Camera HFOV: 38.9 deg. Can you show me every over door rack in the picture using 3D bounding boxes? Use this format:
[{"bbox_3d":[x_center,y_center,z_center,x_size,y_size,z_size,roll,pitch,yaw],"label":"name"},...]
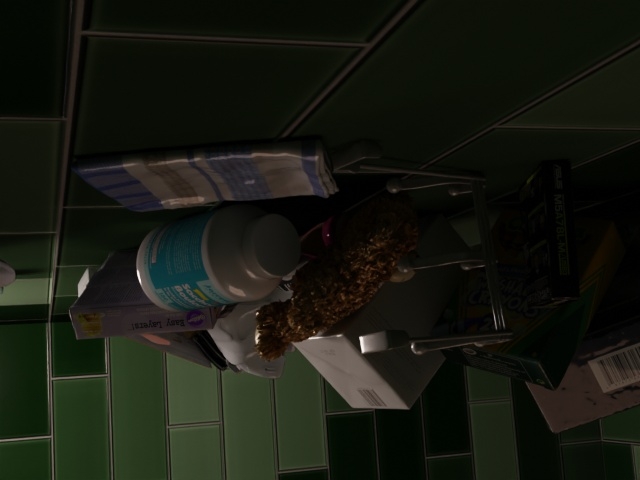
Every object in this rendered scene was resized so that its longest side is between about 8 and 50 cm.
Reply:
[{"bbox_3d":[0.119,0.019,1.134,0.108,0.239,0.324,-16,167,35],"label":"over door rack"}]

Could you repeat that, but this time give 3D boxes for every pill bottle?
[{"bbox_3d":[-0.151,0.026,1.366,0.146,0.146,0.264,4,169,-43],"label":"pill bottle"}]

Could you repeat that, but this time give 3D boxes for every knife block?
[{"bbox_3d":[-0.266,0.163,1.943,0.276,0.242,0.088,-9,170,32],"label":"knife block"}]

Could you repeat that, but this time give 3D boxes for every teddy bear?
[{"bbox_3d":[0.033,0.071,1.348,0.338,0.113,0.245,-40,165,16],"label":"teddy bear"}]

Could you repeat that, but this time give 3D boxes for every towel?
[{"bbox_3d":[-0.124,-0.074,1.078,0.285,0.034,0.209,-4,171,4],"label":"towel"}]

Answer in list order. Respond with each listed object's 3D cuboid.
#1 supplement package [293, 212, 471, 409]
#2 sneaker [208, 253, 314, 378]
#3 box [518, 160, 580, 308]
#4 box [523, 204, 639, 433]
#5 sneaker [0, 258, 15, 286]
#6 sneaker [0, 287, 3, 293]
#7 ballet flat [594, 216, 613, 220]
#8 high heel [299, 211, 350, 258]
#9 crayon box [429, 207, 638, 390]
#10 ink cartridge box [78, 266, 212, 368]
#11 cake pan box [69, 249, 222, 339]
[{"bbox_3d":[0.130,0.122,1.546,0.293,0.175,0.177,-49,-163,-27],"label":"supplement package"},{"bbox_3d":[-0.063,0.134,1.746,0.366,0.210,0.137,-18,-164,19],"label":"sneaker"},{"bbox_3d":[0.315,-0.002,1.258,0.045,0.184,0.190,0,171,3],"label":"box"},{"bbox_3d":[0.474,0.122,1.526,0.296,0.182,0.294,-24,-154,17],"label":"box"},{"bbox_3d":[-0.682,0.089,1.553,0.305,0.152,0.114,-2,170,-25],"label":"sneaker"},{"bbox_3d":[-0.730,0.094,1.980,0.069,0.038,0.098,0,162,-13],"label":"sneaker"},{"bbox_3d":[0.586,0.008,1.799,0.083,0.087,0.247,-8,171,27],"label":"ballet flat"},{"bbox_3d":[0.000,0.000,1.518,0.117,0.082,0.244,-8,-178,7],"label":"high heel"},{"bbox_3d":[0.341,0.063,1.442,0.203,0.323,0.083,10,147,44],"label":"crayon box"},{"bbox_3d":[-0.372,0.180,1.912,0.275,0.060,0.239,25,-161,-26],"label":"ink cartridge box"},{"bbox_3d":[-0.288,0.082,1.626,0.246,0.070,0.267,-4,-158,5],"label":"cake pan box"}]
